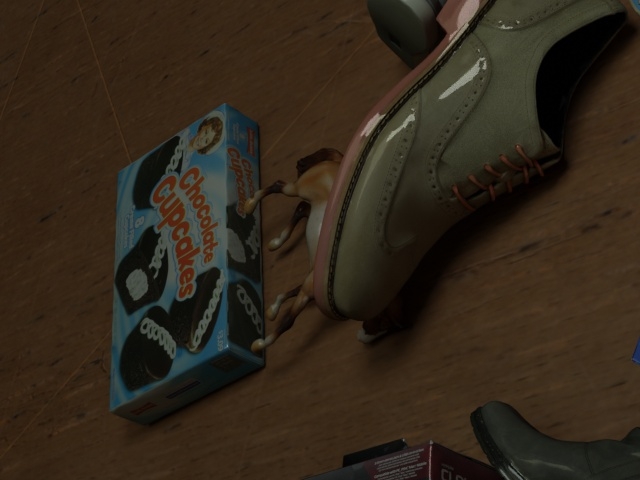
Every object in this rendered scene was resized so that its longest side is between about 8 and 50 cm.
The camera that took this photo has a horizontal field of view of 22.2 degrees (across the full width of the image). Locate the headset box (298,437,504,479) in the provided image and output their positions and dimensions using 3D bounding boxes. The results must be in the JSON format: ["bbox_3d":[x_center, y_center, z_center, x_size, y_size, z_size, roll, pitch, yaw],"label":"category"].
[{"bbox_3d":[0.045,0.313,1.374,0.218,0.110,0.293,-22,53,39],"label":"headset box"}]

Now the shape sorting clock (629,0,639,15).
[{"bbox_3d":[0.335,-0.287,1.441,0.206,0.040,0.206,-48,33,46],"label":"shape sorting clock"}]

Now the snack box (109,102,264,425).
[{"bbox_3d":[-0.149,0.024,1.804,0.187,0.060,0.322,-29,48,33],"label":"snack box"}]

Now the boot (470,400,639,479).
[{"bbox_3d":[0.240,0.170,1.288,0.161,0.083,0.246,-48,45,5],"label":"boot"}]

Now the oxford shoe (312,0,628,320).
[{"bbox_3d":[0.132,-0.085,1.492,0.146,0.140,0.397,31,92,29],"label":"oxford shoe"}]

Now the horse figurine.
[{"bbox_3d":[0.000,0.000,1.652,0.174,0.066,0.263,-30,48,35],"label":"horse figurine"}]

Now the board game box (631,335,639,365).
[{"bbox_3d":[0.361,0.028,1.111,0.347,0.078,0.233,-146,71,-68],"label":"board game box"}]

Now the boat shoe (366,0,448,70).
[{"bbox_3d":[0.099,-0.228,1.594,0.081,0.079,0.227,-47,-5,-2],"label":"boat shoe"}]
